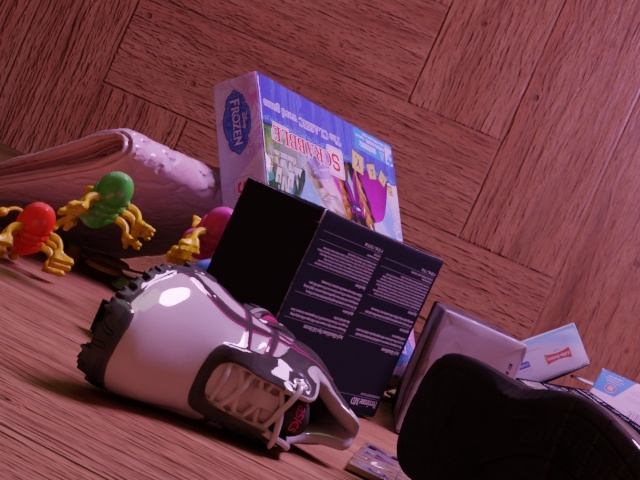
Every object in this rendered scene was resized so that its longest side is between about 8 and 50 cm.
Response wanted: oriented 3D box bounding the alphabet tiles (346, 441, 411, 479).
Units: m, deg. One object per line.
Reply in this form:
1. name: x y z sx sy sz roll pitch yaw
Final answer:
1. alphabet tiles: 0.123 0.221 1.280 0.198 0.009 0.237 24 1 7

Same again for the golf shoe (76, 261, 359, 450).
1. golf shoe: -0.064 0.092 1.091 0.120 0.105 0.273 33 6 30

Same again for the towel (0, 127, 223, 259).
1. towel: -0.238 -0.047 1.754 0.317 0.053 0.332 -7 -17 32

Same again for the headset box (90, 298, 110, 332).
1. headset box: -0.150 0.085 1.301 0.083 0.032 0.062 22 2 -29

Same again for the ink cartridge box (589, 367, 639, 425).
1. ink cartridge box: 0.355 0.248 1.808 0.092 0.143 0.090 25 -16 33

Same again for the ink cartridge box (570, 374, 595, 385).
1. ink cartridge box: 0.489 0.308 1.973 0.353 0.119 0.207 26 3 40

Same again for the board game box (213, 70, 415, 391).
1. board game box: 0.000 0.000 1.752 0.066 0.318 0.319 -16 -20 28

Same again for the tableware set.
1. tableware set: -0.245 0.040 1.757 0.154 0.024 0.104 26 6 38

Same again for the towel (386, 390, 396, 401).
1. towel: 0.121 0.206 1.847 0.083 0.009 0.060 23 2 -9

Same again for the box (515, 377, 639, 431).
1. box: 0.293 0.231 1.664 0.147 0.077 0.180 13 14 -38

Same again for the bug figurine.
1. bug figurine: -0.187 0.002 1.510 0.279 0.072 0.216 20 -29 -26

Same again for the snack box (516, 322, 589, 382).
1. snack box: 0.253 0.170 1.952 0.187 0.060 0.322 -21 -8 7

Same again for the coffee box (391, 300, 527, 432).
1. coffee box: 0.149 0.153 1.655 0.098 0.141 0.246 23 0 2

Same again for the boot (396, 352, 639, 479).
1. boot: 0.239 0.212 1.059 0.284 0.138 0.377 26 -1 -23

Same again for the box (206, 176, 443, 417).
1. box: -0.006 0.063 1.473 0.103 0.184 0.261 22 0 31
